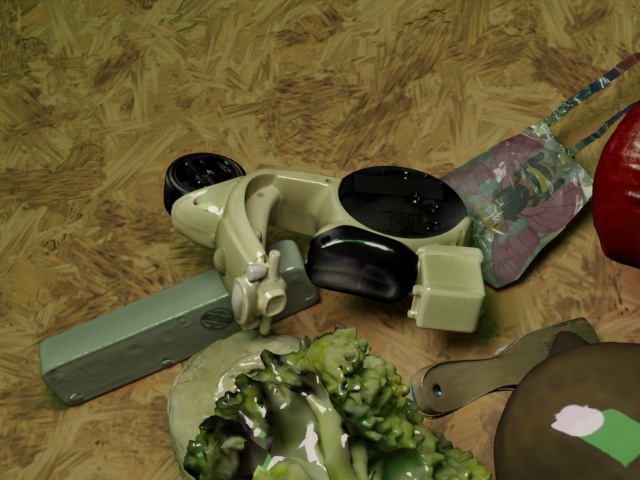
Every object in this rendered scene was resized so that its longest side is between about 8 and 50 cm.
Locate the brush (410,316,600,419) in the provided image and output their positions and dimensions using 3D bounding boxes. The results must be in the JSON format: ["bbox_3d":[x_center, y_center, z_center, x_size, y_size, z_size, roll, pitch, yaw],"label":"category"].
[{"bbox_3d":[0.195,0.141,1.431,0.065,0.327,0.070,-19,83,42],"label":"brush"}]

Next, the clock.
[{"bbox_3d":[0.000,0.000,1.589,0.379,0.120,0.276,2,38,-6],"label":"clock"}]

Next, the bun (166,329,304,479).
[{"bbox_3d":[-0.075,0.194,1.558,0.244,0.153,0.244,-10,50,12],"label":"bun"}]

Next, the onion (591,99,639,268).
[{"bbox_3d":[0.479,-0.056,1.420,0.341,0.341,0.341,-10,54,14],"label":"onion"}]

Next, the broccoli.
[{"bbox_3d":[0.023,0.280,1.340,0.293,0.281,0.348,-44,95,-7],"label":"broccoli"}]

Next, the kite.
[{"bbox_3d":[0.297,-0.101,1.654,0.360,0.022,0.204,-39,50,8],"label":"kite"}]

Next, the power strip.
[{"bbox_3d":[-0.172,0.100,1.693,0.385,0.091,0.062,-23,49,4],"label":"power strip"}]

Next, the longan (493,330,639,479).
[{"bbox_3d":[0.317,0.213,1.333,0.300,0.243,0.300,14,36,-10],"label":"longan"}]
